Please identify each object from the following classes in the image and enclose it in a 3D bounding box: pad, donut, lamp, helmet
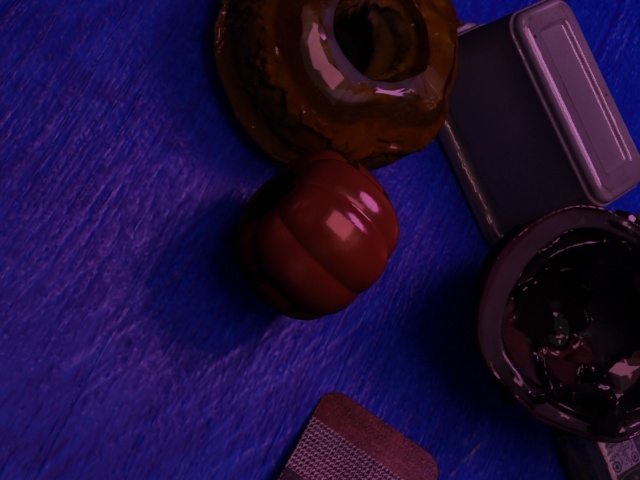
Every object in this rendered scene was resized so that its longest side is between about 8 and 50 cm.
[{"bbox_3d":[0.109,0.313,1.698,0.323,0.055,0.250,21,42,9],"label":"pad"},{"bbox_3d":[0.036,-0.227,1.851,0.330,0.160,0.330,9,77,-41],"label":"donut"},{"bbox_3d":[0.000,0.000,1.720,0.164,0.187,0.188,45,51,-22],"label":"lamp"},{"bbox_3d":[0.309,0.084,1.929,0.338,0.197,0.271,32,93,-21],"label":"helmet"}]

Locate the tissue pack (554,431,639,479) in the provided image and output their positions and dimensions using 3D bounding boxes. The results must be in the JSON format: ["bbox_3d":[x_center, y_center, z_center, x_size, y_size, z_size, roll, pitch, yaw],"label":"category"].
[{"bbox_3d":[0.427,0.339,2.037,0.185,0.081,0.257,-21,89,-42],"label":"tissue pack"}]

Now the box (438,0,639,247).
[{"bbox_3d":[0.277,-0.156,2.017,0.175,0.182,0.312,-28,95,-43],"label":"box"}]

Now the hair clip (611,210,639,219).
[{"bbox_3d":[0.468,-0.011,2.232,0.188,0.033,0.060,11,70,-41],"label":"hair clip"}]
